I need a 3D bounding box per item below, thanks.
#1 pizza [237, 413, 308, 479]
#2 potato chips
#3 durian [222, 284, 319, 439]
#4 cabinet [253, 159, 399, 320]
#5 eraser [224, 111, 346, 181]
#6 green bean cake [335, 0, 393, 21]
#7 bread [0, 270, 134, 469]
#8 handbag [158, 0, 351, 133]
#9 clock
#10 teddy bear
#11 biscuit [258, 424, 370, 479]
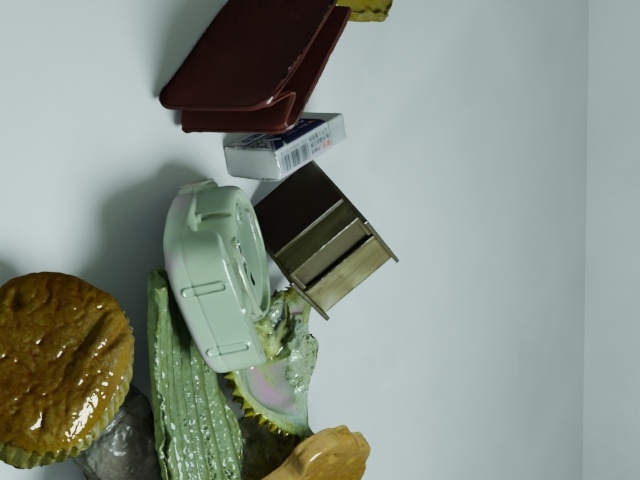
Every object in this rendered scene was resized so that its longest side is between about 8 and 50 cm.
[{"bbox_3d":[-0.089,0.432,1.778,0.223,0.090,0.323,4,92,-56],"label":"pizza"},{"bbox_3d":[-0.208,0.252,1.453,0.358,0.070,0.428,26,54,-82],"label":"potato chips"},{"bbox_3d":[-0.087,0.205,1.673,0.172,0.167,0.306,51,41,-48],"label":"durian"},{"bbox_3d":[0.000,0.000,1.663,0.175,0.215,0.148,-41,135,1],"label":"cabinet"},{"bbox_3d":[-0.061,-0.177,1.677,0.210,0.125,0.067,-36,122,-45],"label":"eraser"},{"bbox_3d":[0.042,-0.535,1.752,0.224,0.131,0.229,-11,107,-50],"label":"green bean cake"},{"bbox_3d":[-0.374,0.175,1.248,0.227,0.142,0.253,35,58,-3],"label":"bread"},{"bbox_3d":[-0.105,-0.295,1.489,0.084,0.260,0.275,51,54,-41],"label":"handbag"},{"bbox_3d":[-0.160,0.029,1.503,0.324,0.109,0.265,-92,166,-54],"label":"clock"},{"bbox_3d":[-0.304,0.339,1.415,0.236,0.151,0.267,-73,158,-53],"label":"teddy bear"},{"bbox_3d":[-0.043,0.460,1.664,0.312,0.057,0.351,-47,151,-1],"label":"biscuit"}]
